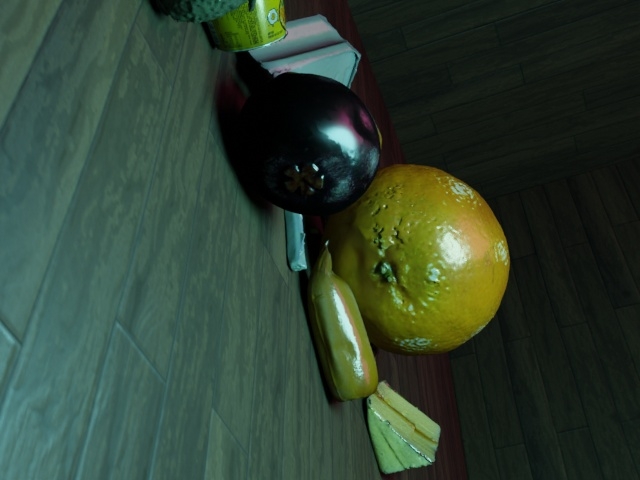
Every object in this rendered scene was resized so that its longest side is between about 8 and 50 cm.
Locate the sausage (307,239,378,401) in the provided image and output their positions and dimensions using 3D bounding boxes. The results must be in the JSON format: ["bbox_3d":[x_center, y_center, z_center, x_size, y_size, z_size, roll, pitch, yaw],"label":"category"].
[{"bbox_3d":[0.033,0.161,1.735,0.112,0.112,0.328,13,62,-75],"label":"sausage"}]

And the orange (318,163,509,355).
[{"bbox_3d":[0.195,0.046,1.863,0.326,0.424,0.424,-20,95,-70],"label":"orange"}]

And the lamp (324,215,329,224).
[{"bbox_3d":[0.036,-0.137,2.231,0.266,0.047,0.269,29,47,-74],"label":"lamp"}]

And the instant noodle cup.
[{"bbox_3d":[-0.143,-0.438,1.594,0.182,0.182,0.144,-82,163,-60],"label":"instant noodle cup"}]

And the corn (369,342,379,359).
[{"bbox_3d":[0.076,0.247,1.898,0.237,0.079,0.079,8,67,-73],"label":"corn"}]

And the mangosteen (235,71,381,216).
[{"bbox_3d":[-0.018,-0.194,1.590,0.302,0.275,0.275,-79,151,-49],"label":"mangosteen"}]

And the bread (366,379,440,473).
[{"bbox_3d":[0.194,0.418,2.035,0.240,0.135,0.178,-33,107,-74],"label":"bread"}]

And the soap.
[{"bbox_3d":[-0.079,-0.333,1.864,0.302,0.258,0.159,-22,60,-40],"label":"soap"}]

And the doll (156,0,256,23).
[{"bbox_3d":[-0.193,-0.517,1.319,0.247,0.247,0.349,-74,155,-66],"label":"doll"}]

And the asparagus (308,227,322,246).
[{"bbox_3d":[0.000,0.001,1.972,0.108,0.021,0.025,56,21,-54],"label":"asparagus"}]

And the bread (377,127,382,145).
[{"bbox_3d":[0.012,-0.195,1.807,0.240,0.240,0.139,56,33,-53],"label":"bread"}]

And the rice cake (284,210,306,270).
[{"bbox_3d":[-0.048,-0.016,1.747,0.030,0.042,0.180,56,21,-47],"label":"rice cake"}]
